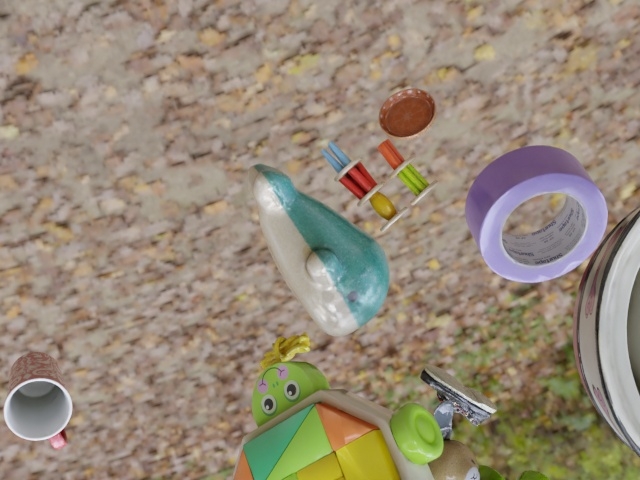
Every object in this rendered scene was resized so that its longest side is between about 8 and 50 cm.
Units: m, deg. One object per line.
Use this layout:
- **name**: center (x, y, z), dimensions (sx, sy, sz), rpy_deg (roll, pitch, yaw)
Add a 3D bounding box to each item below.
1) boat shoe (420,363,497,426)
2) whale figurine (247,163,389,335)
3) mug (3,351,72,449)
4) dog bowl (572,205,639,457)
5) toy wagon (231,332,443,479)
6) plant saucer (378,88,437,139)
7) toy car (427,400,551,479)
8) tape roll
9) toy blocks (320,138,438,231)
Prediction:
- **boat shoe**: center (0.176, 0.205, 1.365), dimensions (0.133, 0.049, 0.042), rpy_deg (35, 105, -32)
- **whale figurine**: center (0.000, 0.000, 1.468), dimensions (0.141, 0.272, 0.216), rpy_deg (-31, -165, -5)
- **mug**: center (-0.505, 0.285, 1.847), dimensions (0.113, 0.169, 0.150), rpy_deg (2, 104, -18)
- **dog bowl**: center (0.487, 0.109, 1.249), dimensions (0.408, 0.407, 0.150), rpy_deg (-16, -179, -12)
- **toy wagon**: center (0.003, 0.250, 0.984), dimensions (0.267, 0.344, 0.068), rpy_deg (-35, 156, 29)
- **plant saucer**: center (0.123, -0.176, 1.459), dimensions (0.084, 0.083, 0.013), rpy_deg (-26, 145, 7)
- **toy car**: center (0.167, 0.288, 1.237), dimensions (0.149, 0.188, 0.155), rpy_deg (-6, -150, 47)
- **tape roll**: center (0.309, -0.037, 1.496), dimensions (0.189, 0.080, 0.188), rpy_deg (-5, 127, -7)
- **toy blocks**: center (0.083, -0.103, 1.515), dimensions (0.123, 0.148, 0.054), rpy_deg (-41, 178, -27)
